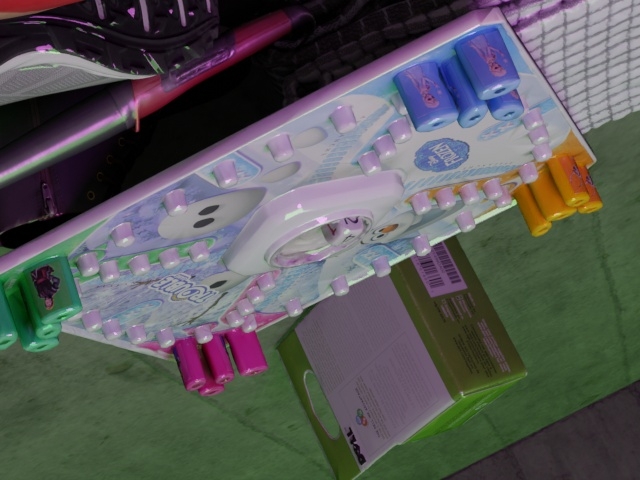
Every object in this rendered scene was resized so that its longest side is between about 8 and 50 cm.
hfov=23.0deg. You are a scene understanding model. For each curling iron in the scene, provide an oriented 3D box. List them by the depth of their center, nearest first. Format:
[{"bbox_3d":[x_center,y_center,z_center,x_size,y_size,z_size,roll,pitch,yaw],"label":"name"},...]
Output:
[{"bbox_3d":[-0.115,-0.084,0.992,0.274,0.035,0.068,-31,169,-20],"label":"curling iron"}]

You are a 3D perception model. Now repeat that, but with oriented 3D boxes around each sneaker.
[{"bbox_3d":[-0.180,-0.126,0.916,0.271,0.100,0.108,-17,-176,-34],"label":"sneaker"},{"bbox_3d":[-0.134,-0.066,1.054,0.222,0.118,0.083,-18,158,-21],"label":"sneaker"}]

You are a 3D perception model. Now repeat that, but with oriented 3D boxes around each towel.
[{"bbox_3d":[0.105,-0.143,1.159,0.283,0.121,0.235,-25,158,2],"label":"towel"}]

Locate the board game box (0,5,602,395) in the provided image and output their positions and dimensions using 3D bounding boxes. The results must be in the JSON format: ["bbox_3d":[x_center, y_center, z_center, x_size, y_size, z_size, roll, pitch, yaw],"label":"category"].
[{"bbox_3d":[0.000,0.000,1.130,0.390,0.050,0.390,-27,163,12],"label":"board game box"}]

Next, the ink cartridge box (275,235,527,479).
[{"bbox_3d":[0.076,0.126,1.677,0.097,0.189,0.255,-12,157,-37],"label":"ink cartridge box"}]

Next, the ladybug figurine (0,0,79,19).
[{"bbox_3d":[-0.072,-0.220,0.514,0.305,0.162,0.449,23,134,-35],"label":"ladybug figurine"}]
